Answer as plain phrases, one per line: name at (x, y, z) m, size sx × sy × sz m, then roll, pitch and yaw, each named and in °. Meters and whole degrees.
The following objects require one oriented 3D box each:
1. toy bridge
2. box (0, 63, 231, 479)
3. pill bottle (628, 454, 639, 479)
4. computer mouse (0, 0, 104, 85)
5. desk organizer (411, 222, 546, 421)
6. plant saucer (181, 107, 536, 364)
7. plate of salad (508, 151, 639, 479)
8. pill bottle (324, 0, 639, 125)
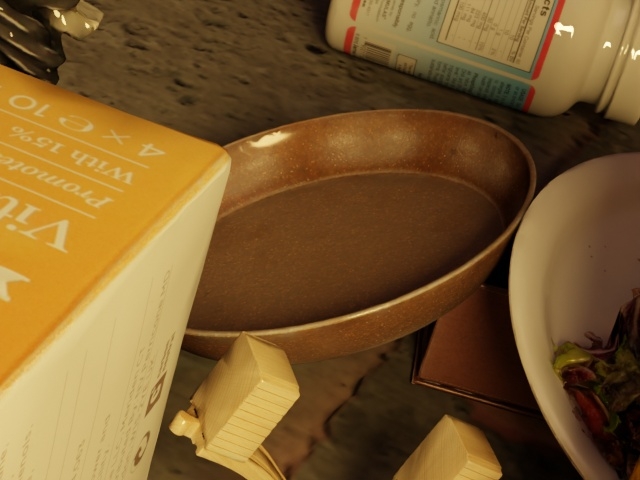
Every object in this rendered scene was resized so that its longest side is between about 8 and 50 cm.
toy bridge at (0.030, 0.086, 0.615) m, size 0.188 × 0.063 × 0.026 m, roll 25°, pitch 24°, yaw -31°
box at (-0.193, 0.075, 0.429) m, size 0.215 × 0.168 × 0.345 m, roll 22°, pitch 31°, yaw 9°
pill bottle at (0.152, 0.076, 0.519) m, size 0.136 × 0.246 × 0.136 m, roll 13°, pitch 30°, yaw -8°
computer mouse at (-0.173, -0.090, 0.646) m, size 0.188 × 0.272 × 0.072 m, roll 28°, pitch 71°, yaw -10°
desk organizer at (0.105, 0.041, 0.750) m, size 0.130 × 0.050 × 0.047 m, roll 16°, pitch 30°, yaw -1°
plant saucer at (0.000, 0.000, 0.733) m, size 0.168 × 0.029 × 0.168 m, roll -11°, pitch 28°, yaw 6°
plate of salad at (0.157, 0.043, 0.681) m, size 0.199 × 0.048 × 0.200 m, roll 17°, pitch 48°, yaw -20°
pill bottle at (0.089, -0.112, 0.959) m, size 0.160 × 0.087 × 0.087 m, roll 19°, pitch 30°, yaw 3°
